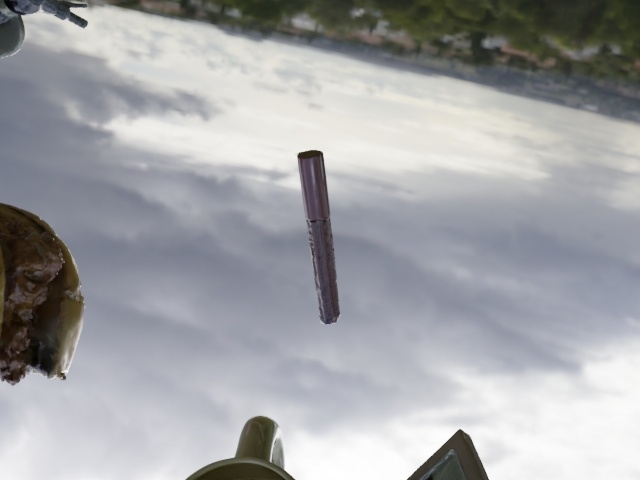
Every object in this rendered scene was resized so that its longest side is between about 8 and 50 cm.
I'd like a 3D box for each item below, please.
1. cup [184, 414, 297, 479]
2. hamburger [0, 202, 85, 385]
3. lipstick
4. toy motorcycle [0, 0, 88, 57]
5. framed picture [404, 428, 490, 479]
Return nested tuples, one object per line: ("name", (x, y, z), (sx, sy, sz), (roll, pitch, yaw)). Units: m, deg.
("cup", (-0.093, 0.335, 1.209), (0.173, 0.202, 0.255), (-16, -136, -10))
("hamburger", (-0.364, 0.038, 1.088), (0.155, 0.245, 0.282), (34, -150, -62))
("lipstick", (0.001, 0.000, 1.032), (0.027, 0.176, 0.027), (-6, -158, 3))
("toy motorcycle", (-0.304, -0.170, 0.821), (0.157, 0.091, 0.263), (-9, -171, 23))
("framed picture", (0.032, 0.285, 0.764), (0.019, 0.281, 0.209), (38, -167, -22))
